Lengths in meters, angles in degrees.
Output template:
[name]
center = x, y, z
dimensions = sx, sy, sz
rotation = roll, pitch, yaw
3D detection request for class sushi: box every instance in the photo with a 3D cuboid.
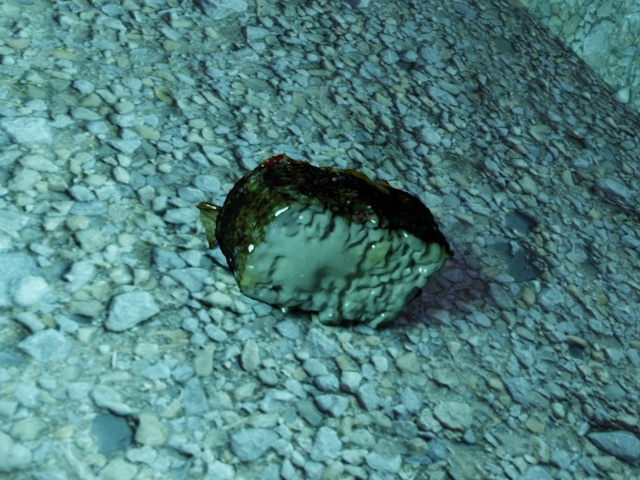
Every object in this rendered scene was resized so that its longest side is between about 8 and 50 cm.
[sushi]
center = 0.000, 0.000, 1.294
dimensions = 0.343, 0.196, 0.182
rotation = 13, 23, -30
